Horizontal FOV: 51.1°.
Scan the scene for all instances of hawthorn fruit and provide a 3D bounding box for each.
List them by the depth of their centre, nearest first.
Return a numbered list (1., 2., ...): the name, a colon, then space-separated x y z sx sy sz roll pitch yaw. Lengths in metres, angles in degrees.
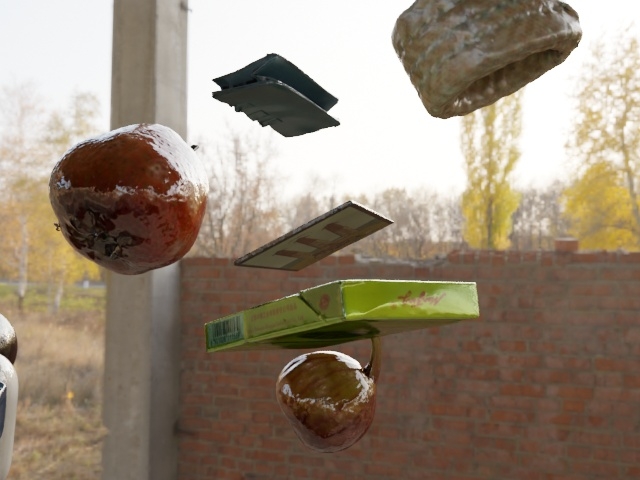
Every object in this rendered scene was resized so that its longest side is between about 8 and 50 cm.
1. hawthorn fruit: -0.330 -0.100 1.286 0.285 0.284 0.369 0 30 29

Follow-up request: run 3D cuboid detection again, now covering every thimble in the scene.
1. thimble: 0.219 -0.273 0.897 0.229 0.148 0.196 -27 -7 4

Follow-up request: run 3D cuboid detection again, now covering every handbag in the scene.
1. handbag: -0.072 -0.243 1.173 0.144 0.057 0.221 -12 -16 29

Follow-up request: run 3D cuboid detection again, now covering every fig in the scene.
1. fig: 0.038 0.259 1.140 0.207 0.175 0.175 -28 2 -7

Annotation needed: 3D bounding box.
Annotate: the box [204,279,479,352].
1. box: 0.009 0.099 0.822 0.187 0.047 0.335 4 -15 -33

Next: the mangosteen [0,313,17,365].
1. mangosteen: -0.735 0.194 1.343 0.236 0.261 0.235 8 16 -2

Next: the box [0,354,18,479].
1. box: -0.715 0.327 1.148 0.349 0.288 0.141 4 9 -30

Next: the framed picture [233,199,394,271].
1. framed picture: 0.000 0.000 1.302 0.244 0.013 0.324 -28 -12 15

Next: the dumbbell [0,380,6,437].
1. dumbbell: -0.491 0.270 0.791 0.160 0.144 0.325 -21 17 -2
